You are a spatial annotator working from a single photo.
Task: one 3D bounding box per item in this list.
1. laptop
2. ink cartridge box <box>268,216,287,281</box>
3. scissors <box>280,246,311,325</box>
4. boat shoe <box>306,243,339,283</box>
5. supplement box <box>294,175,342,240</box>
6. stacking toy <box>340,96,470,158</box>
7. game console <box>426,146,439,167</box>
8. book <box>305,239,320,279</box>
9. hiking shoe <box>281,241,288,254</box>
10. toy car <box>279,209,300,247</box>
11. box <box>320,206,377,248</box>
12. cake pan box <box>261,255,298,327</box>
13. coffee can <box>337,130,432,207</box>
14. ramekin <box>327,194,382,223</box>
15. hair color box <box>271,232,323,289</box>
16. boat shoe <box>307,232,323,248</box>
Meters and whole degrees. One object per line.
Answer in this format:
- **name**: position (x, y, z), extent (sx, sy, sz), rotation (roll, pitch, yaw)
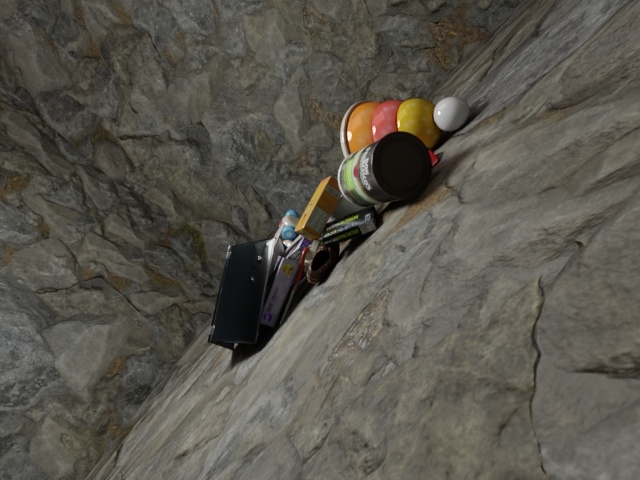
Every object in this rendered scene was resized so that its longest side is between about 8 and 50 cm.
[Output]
- **laptop**: position (-0.269, 0.225, 1.690), extent (0.408, 0.237, 0.381), rotation (69, -151, -68)
- **ink cartridge box**: position (-0.217, 0.121, 1.907), extent (0.385, 0.091, 0.308), rotation (-54, 13, 47)
- **scissors**: position (-0.083, 0.159, 1.537), extent (0.109, 0.021, 0.296), rotation (76, -150, -77)
- **boat shoe**: position (0.016, 0.056, 1.510), extent (0.073, 0.073, 0.206), rotation (91, -160, -49)
- **supplement box**: position (-0.001, -0.116, 1.580), extent (0.233, 0.080, 0.078), rotation (-60, 19, -20)
- **stacking toy**: position (0.343, -0.419, 1.658), extent (0.480, 0.350, 0.350), rotation (-6, 39, 50)
- **game console**: position (0.346, -0.239, 1.500), extent (0.144, 0.085, 0.124), rotation (-44, -22, 19)
- **book**: position (-0.027, 0.075, 1.584), extent (0.144, 0.035, 0.096), rotation (89, -158, -60)
- **hiking shoe**: position (-0.186, 0.059, 2.135), extent (0.114, 0.227, 0.086), rotation (126, 145, -51)
- **toy car**: position (-0.147, 0.006, 2.277), extent (0.237, 0.211, 0.219), rotation (-57, 14, 25)
- **box**: position (0.103, -0.050, 1.505), extent (0.191, 0.045, 0.184), rotation (-21, 18, 15)
- **cake pan box**: position (-0.165, 0.180, 1.631), extent (0.267, 0.070, 0.245), rotation (-173, 106, -81)
- **coffee can**: position (0.198, -0.218, 1.404), extent (0.201, 0.201, 0.275), rotation (-49, 13, -14)
- **ramekin**: position (0.117, -0.130, 1.719), extent (0.277, 0.135, 0.277), rotation (-46, 8, 8)
- **hair color box**: position (-0.087, 0.063, 1.931), extent (0.185, 0.110, 0.339), rotation (-46, 6, 20)
- **boat shoe**: position (0.005, -0.005, 1.824), extent (0.095, 0.095, 0.257), rotation (-44, 9, 21)
